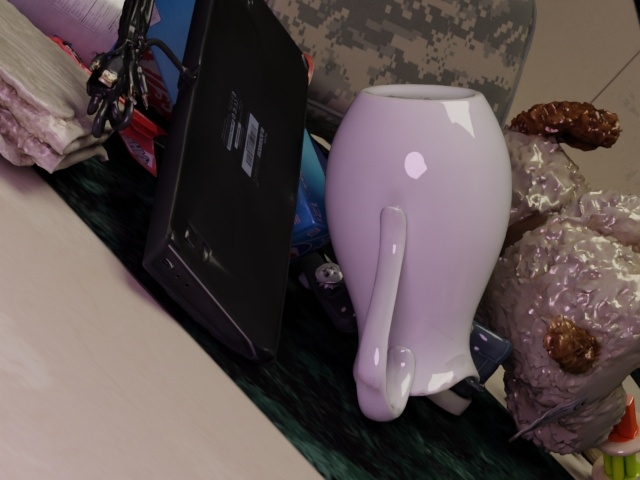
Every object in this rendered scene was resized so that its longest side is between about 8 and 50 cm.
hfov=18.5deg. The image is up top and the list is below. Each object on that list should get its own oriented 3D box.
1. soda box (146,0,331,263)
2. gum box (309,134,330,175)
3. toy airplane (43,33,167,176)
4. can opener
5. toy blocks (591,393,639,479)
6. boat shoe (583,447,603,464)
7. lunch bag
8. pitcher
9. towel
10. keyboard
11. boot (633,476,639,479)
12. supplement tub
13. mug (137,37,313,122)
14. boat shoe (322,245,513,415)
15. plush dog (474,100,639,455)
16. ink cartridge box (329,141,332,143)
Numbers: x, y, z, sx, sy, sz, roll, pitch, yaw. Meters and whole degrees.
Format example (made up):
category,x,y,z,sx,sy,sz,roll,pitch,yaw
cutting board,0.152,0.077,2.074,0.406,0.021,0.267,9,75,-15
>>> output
category,x,y,z,sx,sy,sz,roll,pitch,yaw
soda box,-0.056,-0.086,1.380,0.210,0.067,0.071,69,16,14
gum box,0.061,-0.002,1.771,0.184,0.041,0.157,37,12,-27
toy airplane,-0.161,-0.105,1.360,0.151,0.028,0.151,42,8,-7
can opener,0.000,0.000,1.458,0.186,0.059,0.073,56,-3,35
toy blocks,0.234,0.127,1.665,0.123,0.054,0.148,-127,-161,-48
boat shoe,0.312,0.217,1.775,0.178,0.060,0.064,42,10,-9
lunch bag,0.000,-0.197,1.784,0.305,0.212,0.256,21,-8,-35
pitcher,0.058,0.007,1.300,0.125,0.207,0.178,4,11,13
towel,-0.239,-0.143,1.159,0.282,0.049,0.187,42,8,1
keyboard,-0.076,-0.082,1.219,0.201,0.033,0.317,52,26,-31
boot,0.252,0.234,1.423,0.123,0.095,0.258,52,20,14
supplement tub,-0.179,-0.171,1.426,0.107,0.071,0.071,34,12,-15
mug,-0.116,-0.137,1.548,0.169,0.150,0.113,35,48,-20
boat shoe,0.055,0.025,1.516,0.095,0.079,0.254,33,14,-46
plush dog,0.173,0.017,1.541,0.211,0.262,0.225,7,40,-52
ink cartridge box,0.061,-0.128,2.154,0.207,0.097,0.046,41,10,-14
